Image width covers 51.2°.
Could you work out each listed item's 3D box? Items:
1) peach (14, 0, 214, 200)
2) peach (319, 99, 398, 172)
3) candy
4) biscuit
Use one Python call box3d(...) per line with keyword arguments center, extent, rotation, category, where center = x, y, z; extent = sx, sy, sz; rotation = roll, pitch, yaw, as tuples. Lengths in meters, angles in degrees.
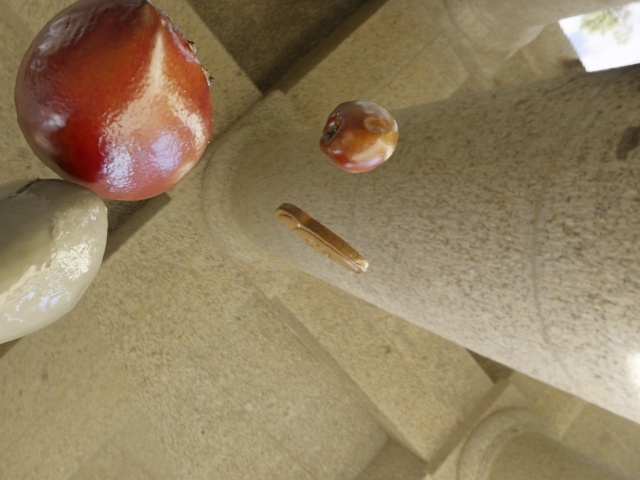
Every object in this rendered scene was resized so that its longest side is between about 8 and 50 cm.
box3d(center=(-0.289, -0.175, 0.921), extent=(0.257, 0.361, 0.201), rotation=(35, -115, -8), category="peach")
box3d(center=(0.054, -0.135, 0.877), extent=(0.100, 0.100, 0.101), rotation=(-3, -83, -23), category="peach")
box3d(center=(-0.387, 0.030, 0.839), extent=(0.295, 0.295, 0.185), rotation=(-31, -69, -17), category="candy")
box3d(center=(-0.001, 0.001, 0.870), extent=(0.140, 0.118, 0.023), rotation=(35, -99, -3), category="biscuit")
